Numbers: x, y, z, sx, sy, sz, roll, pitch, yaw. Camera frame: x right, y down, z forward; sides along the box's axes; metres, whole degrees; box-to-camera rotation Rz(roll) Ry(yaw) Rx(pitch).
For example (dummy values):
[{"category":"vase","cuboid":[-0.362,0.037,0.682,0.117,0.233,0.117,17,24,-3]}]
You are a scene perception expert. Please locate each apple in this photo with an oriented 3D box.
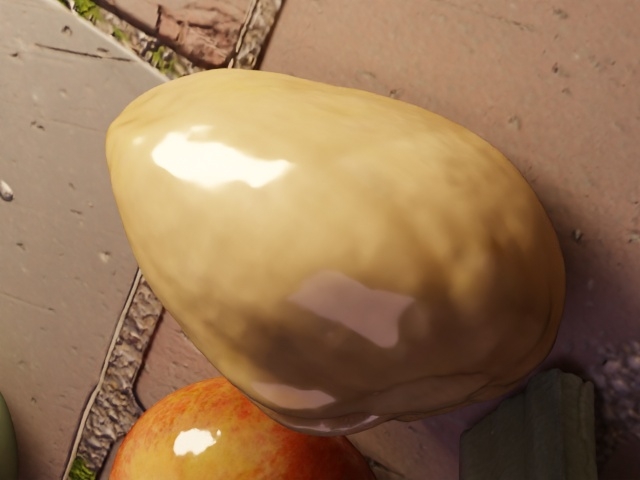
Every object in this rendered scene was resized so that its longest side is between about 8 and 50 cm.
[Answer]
[{"category":"apple","cuboid":[-0.052,0.200,1.151,0.209,0.164,0.209,9,117,17]}]

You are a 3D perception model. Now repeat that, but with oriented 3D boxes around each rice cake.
[{"category":"rice cake","cuboid":[0.136,0.209,1.005,0.043,0.237,0.127,19,139,-25]}]

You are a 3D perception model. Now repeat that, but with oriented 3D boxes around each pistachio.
[{"category":"pistachio","cuboid":[0.000,0.000,0.979,0.318,0.214,0.193,32,170,22]}]

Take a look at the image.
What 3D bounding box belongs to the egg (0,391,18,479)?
[{"category":"egg","cuboid":[-0.341,0.177,1.320,0.168,0.168,0.231,8,127,29]}]
